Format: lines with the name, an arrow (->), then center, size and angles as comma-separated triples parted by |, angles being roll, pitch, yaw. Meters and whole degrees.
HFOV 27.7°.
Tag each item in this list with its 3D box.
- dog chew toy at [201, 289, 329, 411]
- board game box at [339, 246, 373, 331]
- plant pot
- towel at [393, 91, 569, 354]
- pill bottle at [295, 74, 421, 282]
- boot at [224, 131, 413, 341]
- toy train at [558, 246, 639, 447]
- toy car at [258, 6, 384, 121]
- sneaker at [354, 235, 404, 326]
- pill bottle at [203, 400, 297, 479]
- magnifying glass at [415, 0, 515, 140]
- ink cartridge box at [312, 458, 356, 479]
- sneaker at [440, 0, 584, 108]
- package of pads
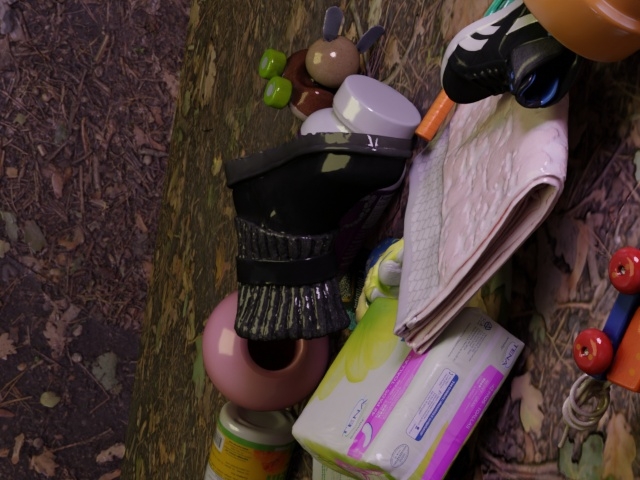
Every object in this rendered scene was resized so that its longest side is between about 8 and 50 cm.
dog chew toy -> -0.105, 0.183, 2.159 | 0.332, 0.206, 0.207 | 144, 132, -75
board game box -> 0.053, 0.072, 1.994 | 0.186, 0.026, 0.126 | -159, 78, -71
plant pot -> 0.301, -0.299, 1.208 | 0.188, 0.205, 0.205 | -31, 52, 46
towel -> 0.182, -0.080, 1.477 | 0.317, 0.053, 0.332 | -54, 18, 42
pill bottle -> 0.021, -0.085, 1.905 | 0.302, 0.169, 0.169 | -60, 27, 27
boot -> 0.003, 0.000, 1.729 | 0.348, 0.131, 0.260 | -12, 81, 52
toy train -> 0.301, 0.130, 1.157 | 0.143, 0.105, 0.248 | 51, 131, 48
toy car -> 0.013, -0.292, 2.092 | 0.188, 0.155, 0.149 | -55, 31, 34
sneaker -> 0.107, 0.025, 1.761 | 0.240, 0.091, 0.126 | 125, 154, -44
pill bottle -> -0.128, 0.405, 2.208 | 0.136, 0.136, 0.246 | -124, 46, -63
magnifying glass -> 0.187, -0.225, 1.602 | 0.231, 0.026, 0.092 | -59, 9, 1
ink cartridge box -> 0.086, 0.411, 1.674 | 0.330, 0.071, 0.324 | -24, 59, 57
sneaker -> 0.192, -0.173, 1.338 | 0.217, 0.079, 0.121 | -39, 36, 49
package of pads -> 0.095, 0.189, 1.578 | 0.229, 0.101, 0.296 | -56, 16, -11
